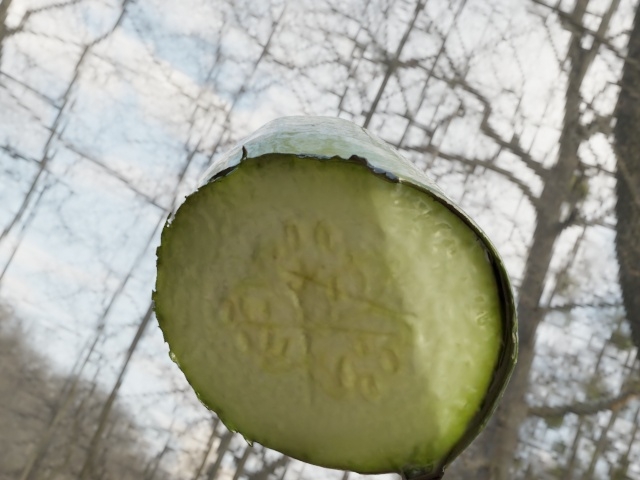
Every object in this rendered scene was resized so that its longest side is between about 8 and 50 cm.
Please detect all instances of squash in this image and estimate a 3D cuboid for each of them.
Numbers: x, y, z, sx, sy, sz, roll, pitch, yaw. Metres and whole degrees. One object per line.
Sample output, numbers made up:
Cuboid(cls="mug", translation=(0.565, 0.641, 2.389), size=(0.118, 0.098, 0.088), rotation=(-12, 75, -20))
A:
Cuboid(cls="squash", translation=(-0.014, -0.008, 0.545), size=(0.137, 0.137, 0.287), rotation=(29, 12, -16))
